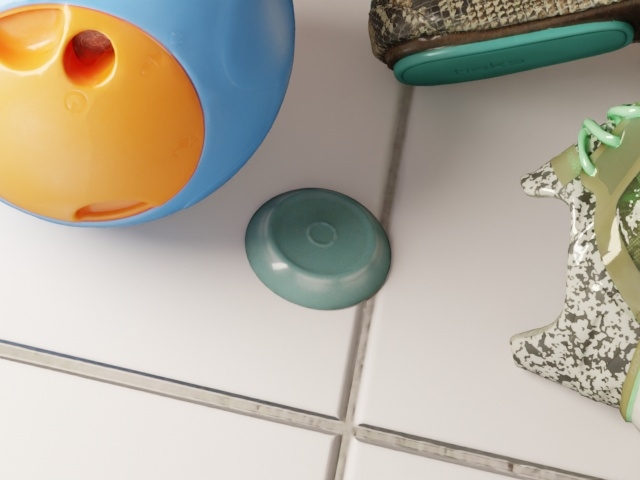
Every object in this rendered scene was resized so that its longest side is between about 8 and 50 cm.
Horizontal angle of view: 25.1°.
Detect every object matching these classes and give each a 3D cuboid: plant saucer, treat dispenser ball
[{"bbox_3d":[0.000,0.000,1.145,0.119,0.021,0.119,6,53,-8],"label":"plant saucer"},{"bbox_3d":[-0.162,-0.152,1.056,0.288,0.288,0.288,6,53,-8],"label":"treat dispenser ball"}]

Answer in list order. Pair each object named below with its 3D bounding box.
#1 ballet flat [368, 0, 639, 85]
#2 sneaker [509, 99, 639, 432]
[{"bbox_3d":[0.280,-0.227,1.211,0.483,0.164,0.182,1,81,10],"label":"ballet flat"},{"bbox_3d":[0.241,-0.057,1.069,0.182,0.158,0.410,14,90,17],"label":"sneaker"}]
